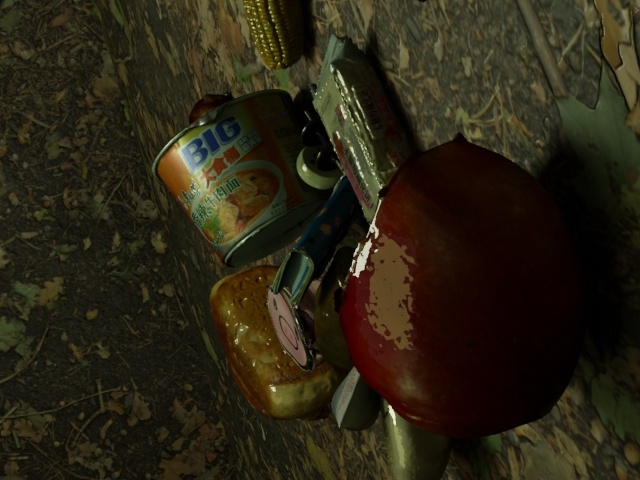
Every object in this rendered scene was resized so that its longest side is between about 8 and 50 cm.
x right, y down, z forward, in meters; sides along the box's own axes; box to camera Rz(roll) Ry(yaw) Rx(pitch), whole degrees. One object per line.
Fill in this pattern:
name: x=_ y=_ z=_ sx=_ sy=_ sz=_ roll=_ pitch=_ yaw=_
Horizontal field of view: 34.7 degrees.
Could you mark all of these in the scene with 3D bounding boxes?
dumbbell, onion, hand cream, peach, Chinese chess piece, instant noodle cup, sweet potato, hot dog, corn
dumbbell: x=0.010 y=-0.157 z=1.658 sx=0.147 sy=0.069 sz=0.069 roll=59 pitch=160 yaw=29
onion: x=-0.231 y=-0.264 z=2.218 sx=0.117 sy=0.118 sz=0.119 roll=-145 pitch=38 yaw=-69
hand cream: x=0.060 y=0.256 z=1.683 sx=0.248 sy=0.083 sz=0.133 roll=81 pitch=-151 yaw=-75
peach: x=0.146 y=0.048 z=1.130 sx=0.338 sy=0.281 sz=0.281 roll=66 pitch=165 yaw=-18
Chinese chess piece: x=0.002 y=-0.124 z=1.698 sx=0.084 sy=0.084 sz=0.034 roll=61 pitch=145 yaw=26
instant noodle cup: x=-0.119 y=-0.099 z=1.805 sx=0.214 sy=0.296 sz=0.296 roll=58 pitch=161 yaw=10
sweet potato: x=0.056 y=0.137 z=1.718 sx=0.158 sy=0.158 sz=0.370 roll=61 pitch=160 yaw=25
hot dog: x=-0.092 y=0.250 z=2.233 sx=0.405 sy=0.185 sz=0.223 roll=54 pitch=156 yaw=41
corn: x=-0.080 y=-0.404 z=1.606 sx=0.102 sy=0.102 sz=0.313 roll=48 pitch=153 yaw=50

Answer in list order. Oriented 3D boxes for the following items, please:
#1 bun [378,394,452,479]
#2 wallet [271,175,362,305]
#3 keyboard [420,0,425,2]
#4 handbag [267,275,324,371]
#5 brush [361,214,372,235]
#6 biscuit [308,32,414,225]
bun: x=0.156 y=0.291 z=1.639 sx=0.210 sy=0.116 sz=0.237 roll=80 pitch=-176 yaw=-51
wallet: x=0.001 y=0.000 z=1.636 sx=0.059 sy=0.202 sz=0.141 roll=31 pitch=138 yaw=3
keyboard: x=0.099 y=-0.388 z=1.218 sx=0.061 sy=0.013 sz=0.204 roll=43 pitch=148 yaw=55
handbag: x=-0.013 y=0.163 z=2.013 sx=0.205 sy=0.116 sz=0.179 roll=-128 pitch=25 yaw=-47
brush: x=0.081 y=-0.020 z=1.679 sx=0.083 sy=0.021 sz=0.019 roll=46 pitch=154 yaw=54
biscuit: x=0.077 y=-0.132 z=1.471 sx=0.186 sy=0.079 sz=0.309 roll=120 pitch=129 yaw=-71
